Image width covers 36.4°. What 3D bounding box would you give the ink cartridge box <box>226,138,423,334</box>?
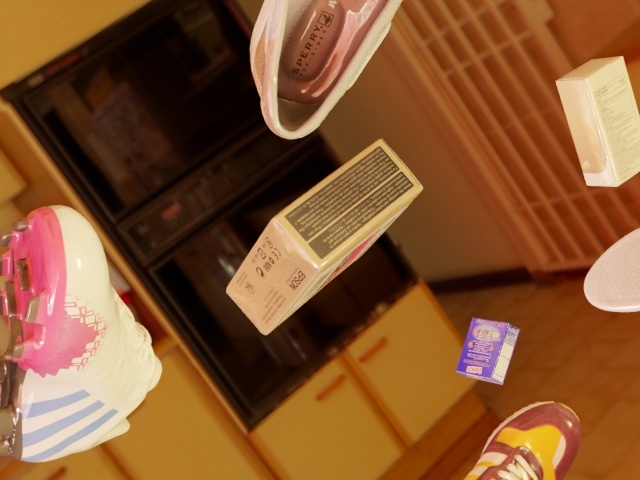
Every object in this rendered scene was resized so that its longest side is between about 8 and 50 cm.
[{"bbox_3d":[0.000,0.000,1.232,0.193,0.088,0.235,-37,-8,-30],"label":"ink cartridge box"}]

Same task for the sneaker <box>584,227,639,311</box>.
[{"bbox_3d":[0.476,0.025,1.180,0.295,0.105,0.147,-29,-34,24],"label":"sneaker"}]

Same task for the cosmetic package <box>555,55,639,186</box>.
[{"bbox_3d":[0.279,-0.116,0.956,0.060,0.115,0.041,-29,19,-26],"label":"cosmetic package"}]

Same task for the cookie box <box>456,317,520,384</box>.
[{"bbox_3d":[0.305,0.201,1.779,0.092,0.040,0.107,5,72,53],"label":"cookie box"}]

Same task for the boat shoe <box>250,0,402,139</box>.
[{"bbox_3d":[0.032,-0.222,0.691,0.103,0.118,0.320,-93,27,-57],"label":"boat shoe"}]

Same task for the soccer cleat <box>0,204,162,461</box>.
[{"bbox_3d":[-0.191,0.077,0.793,0.143,0.116,0.331,-4,-32,-26],"label":"soccer cleat"}]

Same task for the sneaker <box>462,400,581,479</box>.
[{"bbox_3d":[0.138,0.204,0.765,0.185,0.069,0.084,-45,1,2],"label":"sneaker"}]
